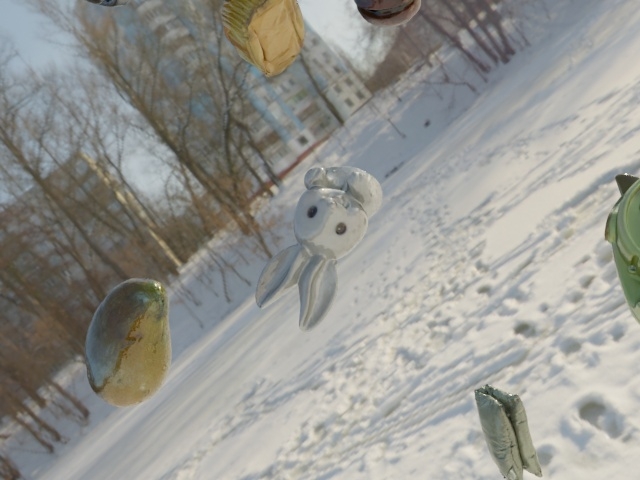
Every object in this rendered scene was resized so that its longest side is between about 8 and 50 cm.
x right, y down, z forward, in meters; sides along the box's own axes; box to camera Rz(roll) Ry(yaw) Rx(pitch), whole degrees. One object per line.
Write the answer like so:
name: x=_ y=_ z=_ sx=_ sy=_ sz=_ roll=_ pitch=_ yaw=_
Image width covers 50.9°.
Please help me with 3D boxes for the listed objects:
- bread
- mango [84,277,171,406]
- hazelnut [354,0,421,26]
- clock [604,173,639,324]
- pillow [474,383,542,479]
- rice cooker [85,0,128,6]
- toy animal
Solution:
bread: x=-0.108 y=-0.403 z=1.249 sx=0.132 sy=0.114 sz=0.190 roll=-45 pitch=-26 yaw=-10
mango: x=-0.366 y=0.193 z=1.297 sx=0.146 sy=0.193 sz=0.316 roll=-19 pitch=-37 yaw=-45
hazelnut: x=0.151 y=-0.607 z=1.567 sx=0.178 sy=0.178 sz=0.204 roll=-40 pitch=-36 yaw=1
clock: x=0.682 y=-0.013 z=1.244 sx=0.286 sy=0.348 sz=0.117 roll=-18 pitch=-31 yaw=12
pillow: x=0.361 y=0.376 z=1.321 sx=0.078 sy=0.181 sz=0.134 roll=-17 pitch=9 yaw=-10
rice cooker: x=-0.358 y=-0.512 z=1.023 sx=0.317 sy=0.264 sz=0.316 roll=-22 pitch=46 yaw=25
toy animal: x=-0.001 y=-0.002 z=0.872 sx=0.130 sy=0.104 sz=0.220 roll=102 pitch=-167 yaw=-54
